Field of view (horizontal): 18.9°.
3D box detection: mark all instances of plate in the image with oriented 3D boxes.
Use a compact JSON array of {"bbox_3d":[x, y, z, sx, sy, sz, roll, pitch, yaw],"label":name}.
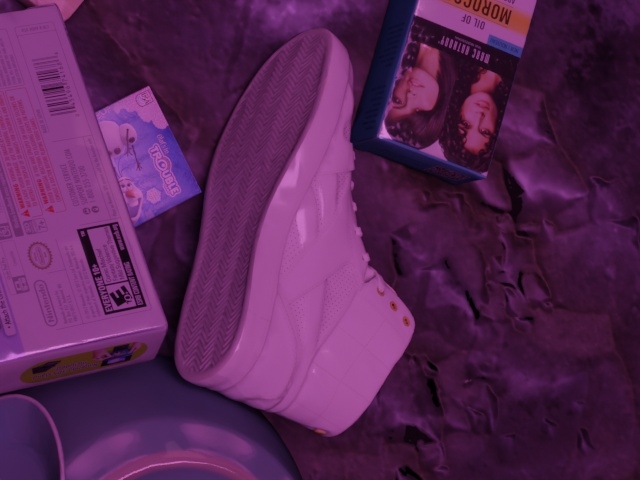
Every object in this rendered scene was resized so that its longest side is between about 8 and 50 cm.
[{"bbox_3d":[-0.221,0.193,1.268,0.024,0.188,0.188,29,77,-36],"label":"plate"}]

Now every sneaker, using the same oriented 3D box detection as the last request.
[{"bbox_3d":[0.000,0.000,1.456,0.169,0.108,0.293,30,67,-36],"label":"sneaker"}]

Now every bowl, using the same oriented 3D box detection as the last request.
[{"bbox_3d":[-0.121,0.235,1.352,0.311,0.163,0.312,1,88,-21],"label":"bowl"}]

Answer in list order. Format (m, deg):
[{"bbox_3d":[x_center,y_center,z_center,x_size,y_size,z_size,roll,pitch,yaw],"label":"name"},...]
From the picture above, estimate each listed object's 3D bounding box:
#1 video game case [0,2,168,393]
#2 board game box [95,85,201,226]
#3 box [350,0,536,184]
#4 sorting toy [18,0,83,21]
[{"bbox_3d":[-0.262,-0.021,1.312,0.244,0.061,0.270,-11,65,-22],"label":"video game case"},{"bbox_3d":[-0.148,-0.056,1.433,0.090,0.020,0.090,-29,97,-21],"label":"board game box"},{"bbox_3d":[0.109,-0.175,1.516,0.100,0.060,0.244,19,80,-19],"label":"box"},{"bbox_3d":[-0.206,-0.336,1.388,0.257,0.089,0.255,39,74,-14],"label":"sorting toy"}]
